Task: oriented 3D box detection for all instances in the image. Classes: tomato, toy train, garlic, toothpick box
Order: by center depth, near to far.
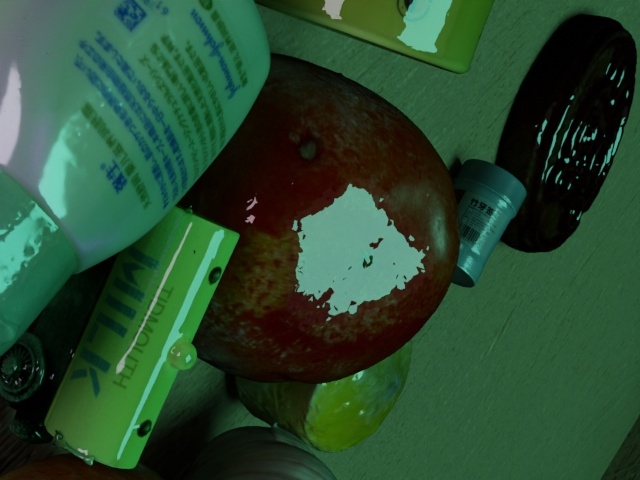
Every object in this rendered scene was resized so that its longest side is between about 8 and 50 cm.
[{"bbox_3d":[-0.163,0.066,0.918,0.105,0.157,0.253,24,91,-61],"label":"toy train"},{"bbox_3d":[0.008,-0.003,1.041,0.338,0.144,0.338,-7,103,-32],"label":"tomato"},{"bbox_3d":[-0.090,0.347,1.163,0.241,0.322,0.322,42,71,-30],"label":"garlic"},{"bbox_3d":[0.207,-0.024,1.566,0.153,0.101,0.101,-58,151,-15],"label":"toothpick box"}]

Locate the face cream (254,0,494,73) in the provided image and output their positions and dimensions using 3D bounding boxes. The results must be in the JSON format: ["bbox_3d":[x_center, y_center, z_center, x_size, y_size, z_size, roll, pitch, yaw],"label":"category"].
[{"bbox_3d":[0.058,-0.265,0.991,0.218,0.218,0.179,2,110,-61],"label":"face cream"}]

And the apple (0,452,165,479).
[{"bbox_3d":[-0.209,0.324,0.911,0.309,0.250,0.277,-26,146,-44],"label":"apple"}]

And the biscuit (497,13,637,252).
[{"bbox_3d":[0.411,-0.166,1.833,0.407,0.091,0.407,-40,141,-41],"label":"biscuit"}]

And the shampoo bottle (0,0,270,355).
[{"bbox_3d":[-0.191,-0.063,0.779,0.349,0.151,0.222,-54,145,-24],"label":"shampoo bottle"}]

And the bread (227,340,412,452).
[{"bbox_3d":[0.009,0.134,1.261,0.197,0.171,0.197,-32,131,-48],"label":"bread"}]
